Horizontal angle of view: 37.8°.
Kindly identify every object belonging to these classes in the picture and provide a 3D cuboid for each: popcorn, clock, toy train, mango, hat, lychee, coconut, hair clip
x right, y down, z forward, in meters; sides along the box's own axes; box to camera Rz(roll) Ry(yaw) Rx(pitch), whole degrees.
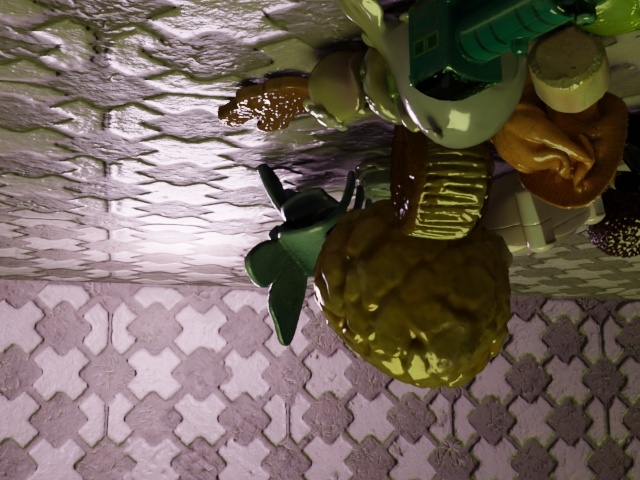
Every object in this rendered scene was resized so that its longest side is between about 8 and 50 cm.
[{"bbox_3d":[0.190,0.097,1.793,0.390,0.354,0.344,27,110,-36],"label":"popcorn"},{"bbox_3d":[0.150,-0.135,2.054,0.151,0.062,0.191,-3,167,11],"label":"clock"},{"bbox_3d":[0.219,-0.288,1.060,0.120,0.194,0.298,9,164,-33],"label":"toy train"},{"bbox_3d":[0.350,-0.316,1.148,0.119,0.100,0.178,-1,165,38],"label":"mango"},{"bbox_3d":[0.334,-0.195,1.516,0.233,0.244,0.233,25,148,-32],"label":"hat"},{"bbox_3d":[0.725,-0.046,2.188,0.188,0.188,0.188,0,168,0],"label":"lychee"},{"bbox_3d":[0.375,-0.253,1.404,0.116,0.116,0.122,-4,162,18],"label":"coconut"},{"bbox_3d":[0.000,0.000,2.062,0.238,0.392,0.318,-3,150,20],"label":"hair clip"},{"bbox_3d":[0.398,-0.058,2.018,0.342,0.184,0.325,-15,179,-45],"label":"clock"}]

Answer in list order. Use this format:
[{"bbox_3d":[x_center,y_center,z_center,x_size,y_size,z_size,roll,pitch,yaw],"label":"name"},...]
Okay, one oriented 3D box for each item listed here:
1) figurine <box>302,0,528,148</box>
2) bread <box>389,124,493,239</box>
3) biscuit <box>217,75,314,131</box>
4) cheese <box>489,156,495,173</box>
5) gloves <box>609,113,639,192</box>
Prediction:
[{"bbox_3d":[0.100,-0.254,1.357,0.274,0.227,0.394,45,156,-28],"label":"figurine"},{"bbox_3d":[0.201,-0.132,1.632,0.142,0.253,0.227,-1,140,-8],"label":"bread"},{"bbox_3d":[-0.087,-0.240,1.636,0.144,0.040,0.236,-1,168,-29],"label":"biscuit"},{"bbox_3d":[0.249,-0.169,1.929,0.127,0.054,0.251,-16,160,41],"label":"cheese"},{"bbox_3d":[0.586,-0.153,1.783,0.301,0.152,0.197,-2,148,40],"label":"gloves"}]
